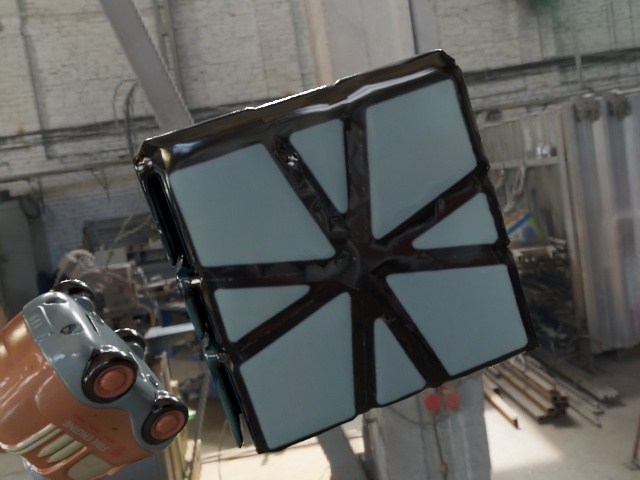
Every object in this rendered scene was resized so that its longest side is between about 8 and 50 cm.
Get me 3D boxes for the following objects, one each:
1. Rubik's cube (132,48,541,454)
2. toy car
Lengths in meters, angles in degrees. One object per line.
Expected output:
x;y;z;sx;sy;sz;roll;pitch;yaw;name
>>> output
0.000;0.000;0.684;0.294;0.288;0.283;-21;10;-11;Rubik's cube
-0.321;0.205;0.879;0.212;0.270;0.180;-40;47;-9;toy car
